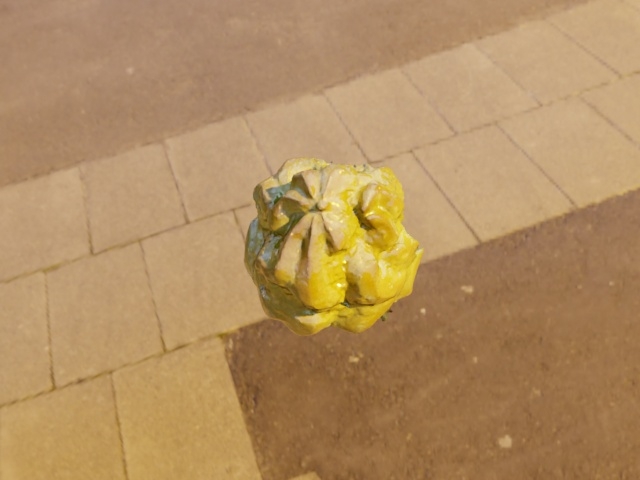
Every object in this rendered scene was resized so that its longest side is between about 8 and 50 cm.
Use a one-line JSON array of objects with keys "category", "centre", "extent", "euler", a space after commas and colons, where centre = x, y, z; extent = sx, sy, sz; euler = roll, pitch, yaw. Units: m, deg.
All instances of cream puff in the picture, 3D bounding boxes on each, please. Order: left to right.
[{"category": "cream puff", "centre": [0.000, -0.001, 0.694], "extent": [0.156, 0.156, 0.121], "euler": [25, 55, 36]}]
